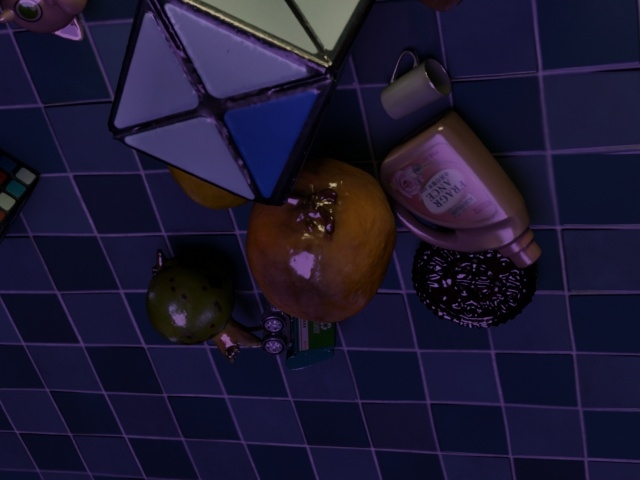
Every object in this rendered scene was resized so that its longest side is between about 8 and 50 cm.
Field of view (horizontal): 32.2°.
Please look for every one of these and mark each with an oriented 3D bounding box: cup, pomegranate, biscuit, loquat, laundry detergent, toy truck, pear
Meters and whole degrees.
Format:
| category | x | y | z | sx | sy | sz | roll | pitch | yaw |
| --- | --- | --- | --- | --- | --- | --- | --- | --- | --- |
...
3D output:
| category | x | y | z | sx | sy | sz | roll | pitch | yaw |
| --- | --- | --- | --- | --- | --- | --- | --- | --- | --- |
| cup | 0.118 | -0.205 | 1.462 | 0.083 | 0.054 | 0.075 | -27 | 118 | 37 |
| pomegranate | -0.177 | 0.105 | 1.766 | 0.220 | 0.156 | 0.156 | 22 | 134 | -19 |
| biscuit | 0.227 | 0.053 | 1.641 | 0.194 | 0.053 | 0.195 | 8 | 128 | 11 |
| loquat | 0.000 | 0.000 | 1.516 | 0.193 | 0.238 | 0.238 | 22 | 135 | 22 |
| laundry detergent | 0.188 | -0.048 | 1.533 | 0.171 | 0.076 | 0.237 | -30 | 105 | 38 |
| toy truck | -0.035 | 0.088 | 1.727 | 0.124 | 0.114 | 0.253 | 2 | 131 | -1 |
| pear | -0.143 | -0.124 | 1.557 | 0.148 | 0.149 | 0.162 | -2 | 132 | 20 |

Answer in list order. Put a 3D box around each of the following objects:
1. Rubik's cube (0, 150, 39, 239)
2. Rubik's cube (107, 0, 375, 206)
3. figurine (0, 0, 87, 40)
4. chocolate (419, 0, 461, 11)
| category | x | y | z | sx | sy | sz | roll | pitch | yaw |
| --- | --- | --- | --- | --- | --- | --- | --- | --- | --- |
| Rubik's cube | -0.584 | -0.047 | 1.741 | 0.187 | 0.184 | 0.182 | 32 | 131 | -11 |
| Rubik's cube | -0.094 | -0.231 | 1.380 | 0.246 | 0.248 | 0.250 | 23 | 133 | -3 |
| figurine | -0.371 | -0.336 | 1.468 | 0.138 | 0.125 | 0.125 | 14 | 133 | -11 |
| chocolate | 0.174 | -0.371 | 1.284 | 0.157 | 0.080 | 0.254 | 41 | 129 | -17 |
